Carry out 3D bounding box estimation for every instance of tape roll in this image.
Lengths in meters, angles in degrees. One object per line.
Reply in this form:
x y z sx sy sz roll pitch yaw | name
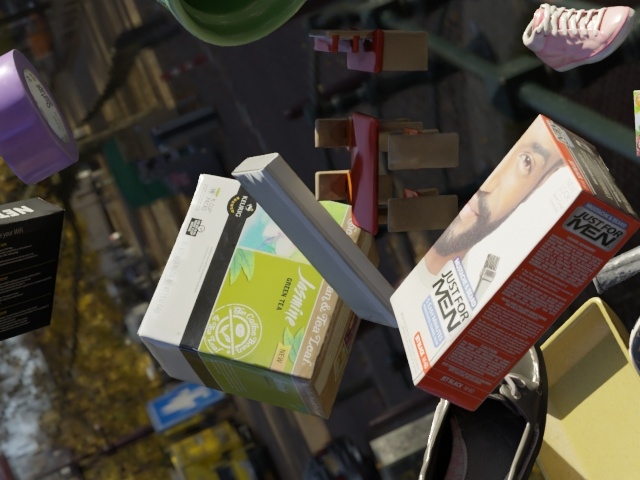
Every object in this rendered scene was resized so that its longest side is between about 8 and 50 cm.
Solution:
-0.441 -0.182 1.815 0.189 0.080 0.189 61 -178 -4 | tape roll

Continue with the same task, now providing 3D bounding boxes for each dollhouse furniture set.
0.058 -0.140 1.557 0.262 0.135 0.259 -152 60 -67 | dollhouse furniture set

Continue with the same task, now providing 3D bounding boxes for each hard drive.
0.000 0.000 1.829 0.307 0.040 0.203 49 169 -12 | hard drive

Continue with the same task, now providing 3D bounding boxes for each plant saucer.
0.492 0.313 2.128 0.333 0.081 0.333 -56 48 48 | plant saucer

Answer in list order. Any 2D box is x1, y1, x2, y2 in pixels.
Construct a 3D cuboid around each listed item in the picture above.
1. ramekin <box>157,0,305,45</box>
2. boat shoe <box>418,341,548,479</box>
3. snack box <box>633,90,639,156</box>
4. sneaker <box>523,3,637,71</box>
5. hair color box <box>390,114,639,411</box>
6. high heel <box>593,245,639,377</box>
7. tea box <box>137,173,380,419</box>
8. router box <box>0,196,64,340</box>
-0.125 -0.417 1.562 0.148 0.303 0.303 34 152 32 | ramekin
0.161 0.209 1.210 0.095 0.112 0.335 89 -162 -60 | boat shoe
0.543 -0.179 1.820 0.037 0.141 0.100 -4 -89 -65 | snack box
0.262 -0.219 1.267 0.070 0.051 0.134 31 159 -19 | sneaker
0.117 0.015 0.772 0.053 0.167 0.093 26 -154 -24 | hair color box
0.509 0.113 1.682 0.261 0.186 0.093 63 -165 -4 | high heel
-0.097 0.098 2.155 0.220 0.323 0.329 73 -147 -64 | tea box
-0.335 0.038 1.201 0.046 0.179 0.133 22 111 28 | router box
